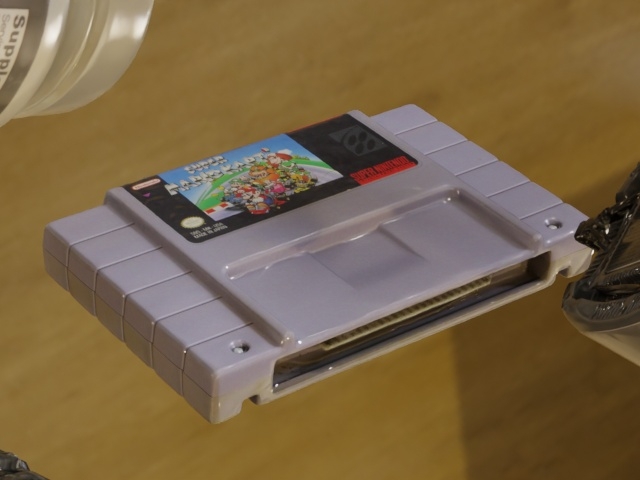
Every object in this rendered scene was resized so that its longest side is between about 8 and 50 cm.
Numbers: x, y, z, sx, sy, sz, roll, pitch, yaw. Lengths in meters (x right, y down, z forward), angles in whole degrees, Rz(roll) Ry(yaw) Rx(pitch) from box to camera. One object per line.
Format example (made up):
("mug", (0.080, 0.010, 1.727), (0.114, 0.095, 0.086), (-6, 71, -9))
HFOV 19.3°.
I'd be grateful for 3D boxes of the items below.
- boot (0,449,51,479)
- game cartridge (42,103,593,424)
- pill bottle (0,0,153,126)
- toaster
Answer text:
("boot", (-0.208, 0.216, 0.638), (0.348, 0.131, 0.260), (-30, 142, -7))
("game cartridge", (0.000, 0.000, 1.394), (0.355, 0.230, 0.068), (-20, 135, -33))
("pill bottle", (-0.263, -0.146, 1.004), (0.361, 0.204, 0.204), (-10, 134, -58))
("toaster", (0.235, 0.025, 1.026), (0.146, 0.227, 0.129), (33, 72, -8))
